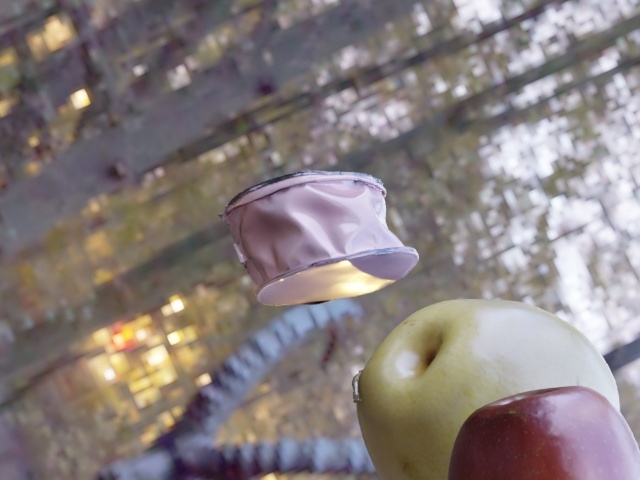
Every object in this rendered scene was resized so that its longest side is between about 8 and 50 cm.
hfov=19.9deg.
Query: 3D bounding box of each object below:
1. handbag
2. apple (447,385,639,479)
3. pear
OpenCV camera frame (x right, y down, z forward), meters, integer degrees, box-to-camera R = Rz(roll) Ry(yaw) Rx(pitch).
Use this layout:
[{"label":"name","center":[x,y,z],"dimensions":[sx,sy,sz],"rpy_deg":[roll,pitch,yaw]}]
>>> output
[{"label":"handbag","center":[0.000,-0.002,2.081],"dimensions":[0.179,0.205,0.116],"rpy_deg":[-43,-123,57]},{"label":"apple","center":[0.194,0.214,1.567],"dimensions":[0.181,0.181,0.168],"rpy_deg":[143,-63,-82]},{"label":"pear","center":[0.201,0.212,2.187],"dimensions":[0.309,0.309,0.309],"rpy_deg":[63,-8,16]}]
